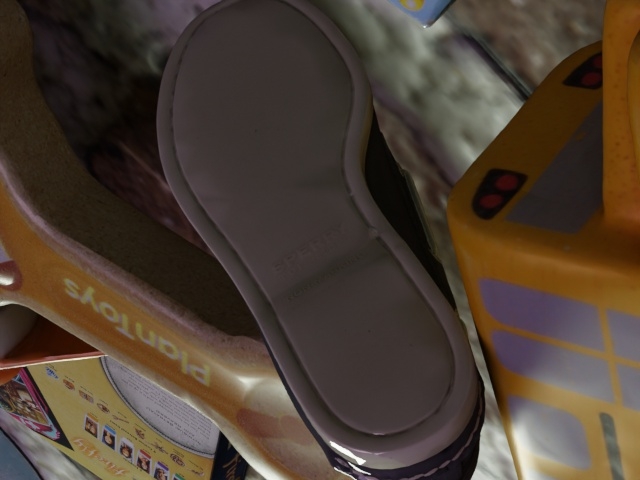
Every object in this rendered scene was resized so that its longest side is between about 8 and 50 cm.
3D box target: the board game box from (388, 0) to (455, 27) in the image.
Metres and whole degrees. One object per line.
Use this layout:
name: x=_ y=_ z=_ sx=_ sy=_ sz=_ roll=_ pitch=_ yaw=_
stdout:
board game box: x=0.036 y=-0.198 z=0.285 sx=0.144 sy=0.142 sz=0.275 roll=35 pitch=146 yaw=9

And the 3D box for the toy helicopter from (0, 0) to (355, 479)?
toy helicopter: x=-0.116 y=0.007 z=0.643 sx=0.355 sy=0.140 sz=0.235 roll=30 pitch=139 yaw=20

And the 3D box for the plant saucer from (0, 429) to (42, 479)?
plant saucer: x=-0.253 y=0.150 z=1.060 sx=0.195 sy=0.037 sz=0.195 roll=26 pitch=142 yaw=22

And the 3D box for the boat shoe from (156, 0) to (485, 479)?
boat shoe: x=0.000 y=0.000 z=0.545 sx=0.065 sy=0.075 sz=0.206 roll=64 pitch=-178 yaw=-52

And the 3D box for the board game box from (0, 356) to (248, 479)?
board game box: x=-0.139 y=0.034 z=0.811 sx=0.243 sy=0.042 sz=0.165 roll=33 pitch=145 yaw=13

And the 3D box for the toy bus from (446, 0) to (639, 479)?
toy bus: x=0.131 y=0.049 z=0.504 sx=0.130 sy=0.108 sz=0.332 roll=15 pitch=139 yaw=36
